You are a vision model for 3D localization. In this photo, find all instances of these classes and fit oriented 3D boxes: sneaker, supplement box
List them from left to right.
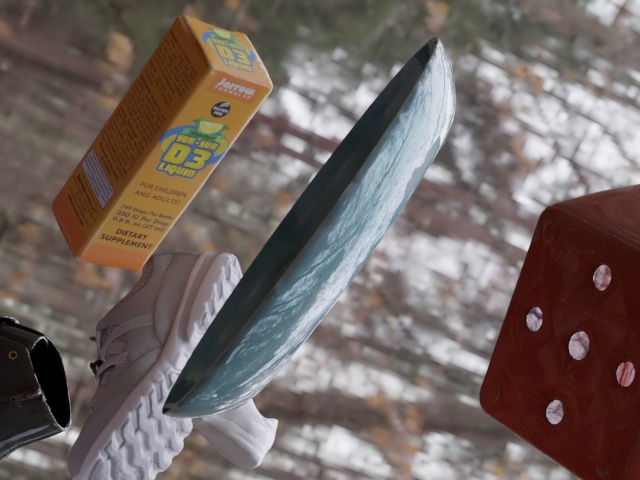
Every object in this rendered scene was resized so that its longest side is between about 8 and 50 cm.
[{"bbox_3d":[-0.260,0.053,1.234,0.118,0.222,0.083,-24,-173,17],"label":"sneaker"},{"bbox_3d":[-0.173,0.124,1.668,0.115,0.105,0.281,10,-132,22],"label":"sneaker"},{"bbox_3d":[-0.142,-0.082,1.552,0.233,0.078,0.080,-54,-134,26],"label":"supplement box"},{"bbox_3d":[-0.144,0.204,2.345,0.080,0.212,0.094,-24,-154,51],"label":"sneaker"}]

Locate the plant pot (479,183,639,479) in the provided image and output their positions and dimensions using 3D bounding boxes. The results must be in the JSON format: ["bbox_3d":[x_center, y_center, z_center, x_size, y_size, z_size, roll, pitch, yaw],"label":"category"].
[{"bbox_3d":[0.289,0.095,1.412,0.267,0.235,0.267,33,-72,53],"label":"plant pot"}]

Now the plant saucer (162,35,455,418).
[{"bbox_3d":[0.000,0.000,1.211,0.317,0.043,0.317,-53,-175,6],"label":"plant saucer"}]
